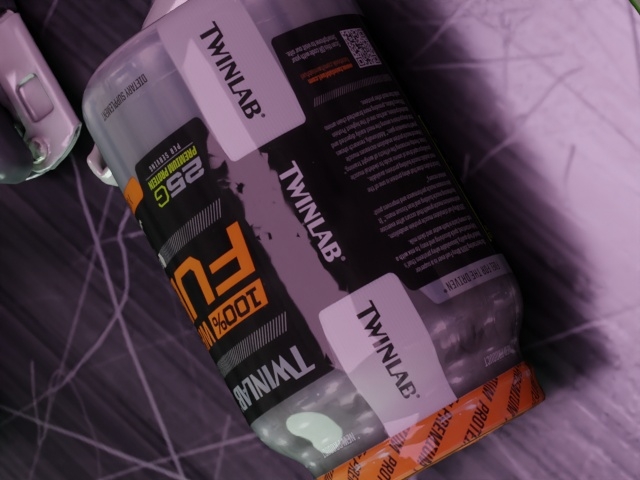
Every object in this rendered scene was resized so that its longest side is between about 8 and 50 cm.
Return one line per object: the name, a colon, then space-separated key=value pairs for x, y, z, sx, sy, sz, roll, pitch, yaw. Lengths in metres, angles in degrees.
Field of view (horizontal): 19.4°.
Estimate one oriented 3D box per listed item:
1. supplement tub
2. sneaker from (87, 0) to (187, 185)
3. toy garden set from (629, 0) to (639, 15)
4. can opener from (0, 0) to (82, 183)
supplement tub: x=0.000 y=0.000 z=1.186 sx=0.193 sy=0.193 sz=0.316 roll=-33 pitch=81 yaw=22
sneaker: x=-0.118 y=-0.106 z=1.302 sx=0.054 sy=0.061 sz=0.152 roll=23 pitch=101 yaw=22
toy garden set: x=0.283 y=-0.178 z=1.106 sx=0.204 sy=0.049 sz=0.244 roll=-37 pitch=83 yaw=8
can opener: x=-0.269 y=-0.168 z=1.343 sx=0.076 sy=0.095 sz=0.283 roll=-34 pitch=81 yaw=21
